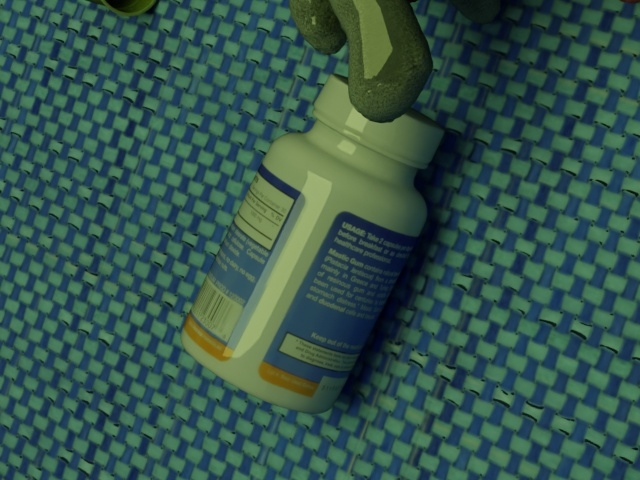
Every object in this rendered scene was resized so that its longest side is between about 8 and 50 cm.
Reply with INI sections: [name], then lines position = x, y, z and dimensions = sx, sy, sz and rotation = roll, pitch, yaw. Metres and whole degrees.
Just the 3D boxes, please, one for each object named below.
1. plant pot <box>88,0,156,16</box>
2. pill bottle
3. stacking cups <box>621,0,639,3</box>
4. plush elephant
[plant pot]
position = -0.215, -0.269, 1.896
dimensions = 0.079, 0.083, 0.083
rotation = 9, 87, 51
[pill bottle]
position = 0.000, 0.000, 1.629
dimensions = 0.152, 0.152, 0.272
rotation = 33, 101, 36
[stacking cups]
position = 0.367, -0.248, 1.446
dimensions = 0.316, 0.096, 0.096
rotation = -18, 71, 37
[plush elephant]
position = 0.079, -0.270, 1.566
dimensions = 0.272, 0.255, 0.330
rotation = -39, 82, 5
